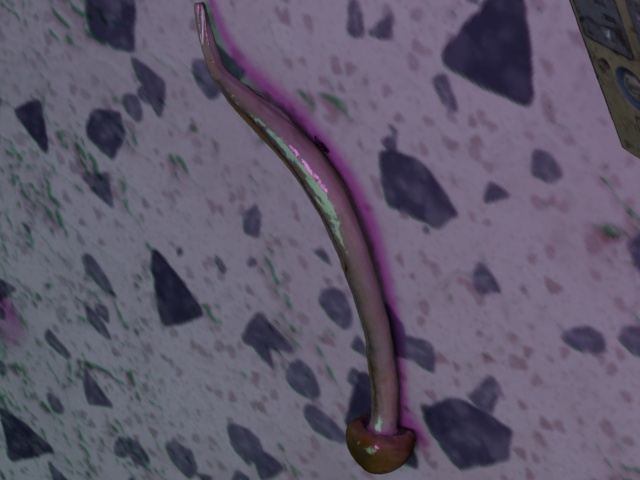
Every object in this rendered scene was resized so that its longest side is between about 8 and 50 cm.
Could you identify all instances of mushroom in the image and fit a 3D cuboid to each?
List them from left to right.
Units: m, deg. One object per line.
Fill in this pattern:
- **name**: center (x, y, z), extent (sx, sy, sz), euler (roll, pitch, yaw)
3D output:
- **mushroom**: center (-0.001, 0.001, 1.025), extent (0.068, 0.043, 0.306), euler (-12, 108, 24)

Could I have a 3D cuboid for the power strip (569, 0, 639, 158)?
- **power strip**: center (0.137, -0.104, 0.741), extent (0.092, 0.034, 0.268), euler (41, 162, 54)
